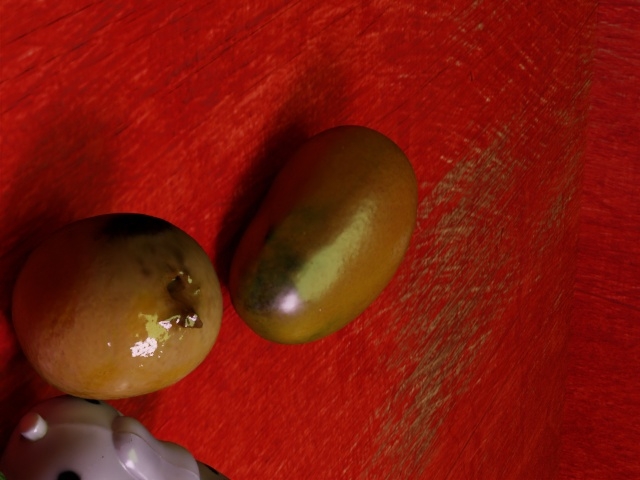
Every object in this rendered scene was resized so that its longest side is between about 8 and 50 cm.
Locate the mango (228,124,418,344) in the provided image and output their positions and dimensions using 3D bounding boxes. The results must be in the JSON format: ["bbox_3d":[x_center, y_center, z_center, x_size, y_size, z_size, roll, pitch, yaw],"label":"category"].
[{"bbox_3d":[0.004,0.002,1.279,0.254,0.139,0.175,-55,137,-27],"label":"mango"}]

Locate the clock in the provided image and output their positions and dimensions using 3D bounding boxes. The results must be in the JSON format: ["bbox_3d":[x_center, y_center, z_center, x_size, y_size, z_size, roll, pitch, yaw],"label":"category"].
[{"bbox_3d":[-0.155,0.213,0.991,0.189,0.188,0.254,-66,148,-25],"label":"clock"}]

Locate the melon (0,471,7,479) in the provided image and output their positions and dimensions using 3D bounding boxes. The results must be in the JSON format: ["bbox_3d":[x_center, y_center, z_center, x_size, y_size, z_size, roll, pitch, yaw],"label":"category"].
[{"bbox_3d":[-0.268,0.258,0.797,0.169,0.129,0.265,10,93,-64],"label":"melon"}]

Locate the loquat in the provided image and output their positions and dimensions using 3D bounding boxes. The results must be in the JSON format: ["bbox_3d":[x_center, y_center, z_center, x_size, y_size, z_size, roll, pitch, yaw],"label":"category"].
[{"bbox_3d":[-0.148,0.048,0.941,0.163,0.163,0.137,-41,115,-55],"label":"loquat"}]
